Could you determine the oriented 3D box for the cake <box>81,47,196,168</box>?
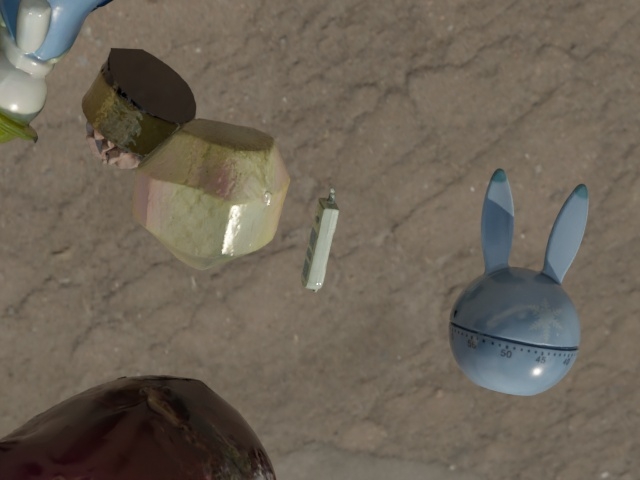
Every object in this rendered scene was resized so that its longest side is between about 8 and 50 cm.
[{"bbox_3d":[-0.335,-0.213,1.772,0.185,0.208,0.178,19,131,-36],"label":"cake"}]

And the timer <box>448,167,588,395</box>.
[{"bbox_3d":[0.236,0.063,1.229,0.175,0.256,0.175,3,161,1],"label":"timer"}]

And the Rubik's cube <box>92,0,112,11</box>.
[{"bbox_3d":[-0.428,-0.626,1.728,0.346,0.347,0.344,-29,125,11],"label":"Rubik's cube"}]

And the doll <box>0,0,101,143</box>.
[{"bbox_3d":[-0.259,-0.178,0.889,0.098,0.135,0.241,27,96,-45],"label":"doll"}]

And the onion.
[{"bbox_3d":[-0.172,0.353,0.888,0.398,0.420,0.398,-30,166,-8],"label":"onion"}]

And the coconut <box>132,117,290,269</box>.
[{"bbox_3d":[-0.174,-0.068,1.633,0.259,0.259,0.259,-11,136,-11],"label":"coconut"}]

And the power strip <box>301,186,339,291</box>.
[{"bbox_3d":[0.000,0.000,1.636,0.030,0.047,0.191,4,115,-17],"label":"power strip"}]
